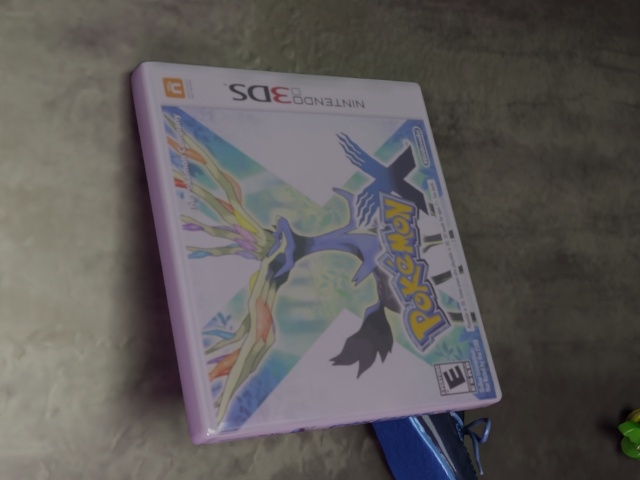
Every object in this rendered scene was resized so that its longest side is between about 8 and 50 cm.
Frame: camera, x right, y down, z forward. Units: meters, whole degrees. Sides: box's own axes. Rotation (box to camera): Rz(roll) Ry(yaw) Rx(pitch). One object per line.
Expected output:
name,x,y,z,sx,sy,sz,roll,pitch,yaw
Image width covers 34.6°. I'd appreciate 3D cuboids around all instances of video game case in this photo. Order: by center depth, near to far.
video game case,0.000,0.000,0.911,0.300,0.036,0.329,-1,70,-32

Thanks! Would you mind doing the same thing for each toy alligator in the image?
toy alligator,0.403,0.229,1.183,0.190,0.056,0.051,5,125,-32

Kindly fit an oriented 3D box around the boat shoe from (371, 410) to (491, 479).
boat shoe,0.107,0.166,0.973,0.089,0.109,0.258,-32,104,-33
